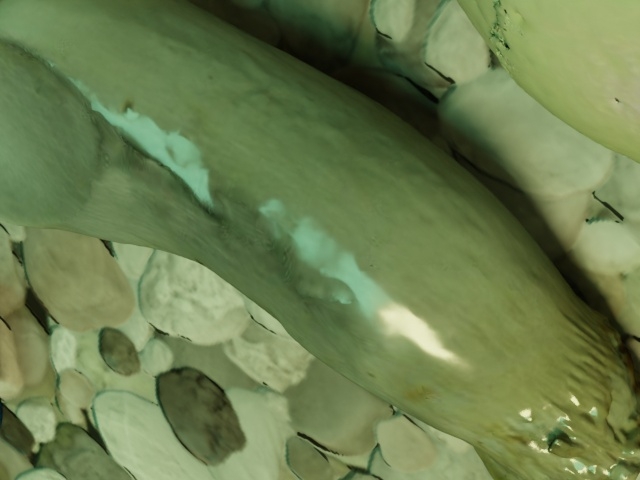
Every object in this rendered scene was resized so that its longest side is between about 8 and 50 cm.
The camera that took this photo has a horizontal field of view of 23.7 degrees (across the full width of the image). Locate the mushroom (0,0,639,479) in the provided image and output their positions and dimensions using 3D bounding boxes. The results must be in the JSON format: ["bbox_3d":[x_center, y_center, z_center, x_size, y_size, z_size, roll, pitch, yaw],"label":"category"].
[{"bbox_3d":[0.001,0.001,0.798,0.397,0.126,0.177,30,139,16],"label":"mushroom"}]

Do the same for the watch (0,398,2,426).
[{"bbox_3d":[-0.321,0.084,1.021,0.200,0.196,0.171,23,137,30],"label":"watch"}]

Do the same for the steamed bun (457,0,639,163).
[{"bbox_3d":[0.164,-0.131,0.486,0.312,0.233,0.334,-3,135,45],"label":"steamed bun"}]
